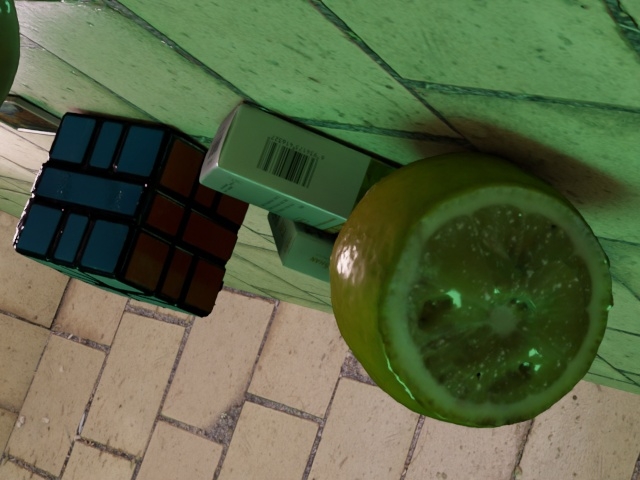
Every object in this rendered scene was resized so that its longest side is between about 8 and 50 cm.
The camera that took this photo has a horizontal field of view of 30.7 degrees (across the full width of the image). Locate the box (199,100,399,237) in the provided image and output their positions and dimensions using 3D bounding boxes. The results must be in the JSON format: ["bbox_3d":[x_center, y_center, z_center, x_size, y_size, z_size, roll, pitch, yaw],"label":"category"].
[{"bbox_3d":[-0.018,-0.088,1.747,0.299,0.106,0.200,23,172,-11],"label":"box"}]

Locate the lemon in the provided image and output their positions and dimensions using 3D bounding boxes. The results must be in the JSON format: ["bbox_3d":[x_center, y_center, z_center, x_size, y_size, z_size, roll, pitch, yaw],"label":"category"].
[{"bbox_3d":[0.172,0.051,1.507,0.364,0.364,0.364,19,170,3],"label":"lemon"}]

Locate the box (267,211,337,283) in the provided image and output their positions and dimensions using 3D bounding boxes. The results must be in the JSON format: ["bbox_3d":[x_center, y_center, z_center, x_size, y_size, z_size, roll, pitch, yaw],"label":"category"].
[{"bbox_3d":[0.000,0.000,1.928,0.149,0.067,0.233,19,-164,-16],"label":"box"}]

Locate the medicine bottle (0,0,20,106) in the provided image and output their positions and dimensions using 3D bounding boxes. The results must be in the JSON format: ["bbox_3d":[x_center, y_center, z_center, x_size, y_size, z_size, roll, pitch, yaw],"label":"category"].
[{"bbox_3d":[-0.615,-0.275,1.506,0.406,0.236,0.236,14,169,29],"label":"medicine bottle"}]

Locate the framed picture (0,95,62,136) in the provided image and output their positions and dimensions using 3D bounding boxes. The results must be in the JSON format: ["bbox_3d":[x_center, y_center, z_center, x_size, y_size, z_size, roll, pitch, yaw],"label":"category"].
[{"bbox_3d":[-0.590,-0.245,2.275,0.250,0.016,0.184,11,167,41],"label":"framed picture"}]

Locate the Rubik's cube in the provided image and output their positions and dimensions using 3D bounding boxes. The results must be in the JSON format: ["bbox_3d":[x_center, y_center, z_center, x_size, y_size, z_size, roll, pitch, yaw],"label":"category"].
[{"bbox_3d":[-0.330,-0.044,2.101,0.288,0.283,0.293,11,166,36],"label":"Rubik's cube"}]
